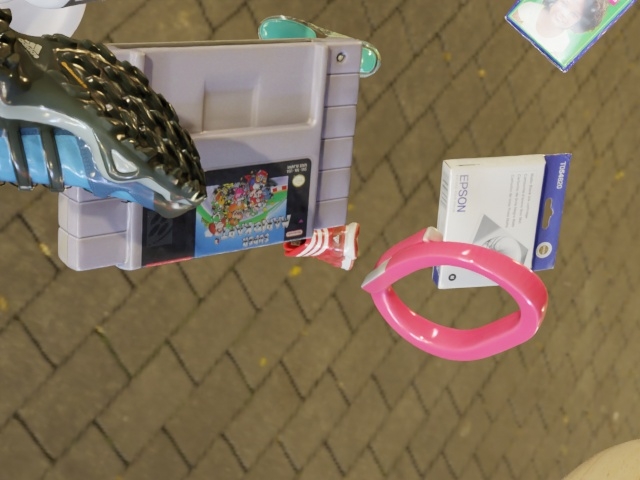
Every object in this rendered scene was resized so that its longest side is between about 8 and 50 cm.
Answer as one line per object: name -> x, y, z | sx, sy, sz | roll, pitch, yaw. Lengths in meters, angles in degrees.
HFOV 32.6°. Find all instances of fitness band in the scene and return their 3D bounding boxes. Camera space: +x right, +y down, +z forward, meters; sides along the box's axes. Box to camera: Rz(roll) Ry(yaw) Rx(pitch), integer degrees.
fitness band -> 0.179, 0.078, 1.494 | 0.209, 0.291, 0.054 | 35, 60, -13

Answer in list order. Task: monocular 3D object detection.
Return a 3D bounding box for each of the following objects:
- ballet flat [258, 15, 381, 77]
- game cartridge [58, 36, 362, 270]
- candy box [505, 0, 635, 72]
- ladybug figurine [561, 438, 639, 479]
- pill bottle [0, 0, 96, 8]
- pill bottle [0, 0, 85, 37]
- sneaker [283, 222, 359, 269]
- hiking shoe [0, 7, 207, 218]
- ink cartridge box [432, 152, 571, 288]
ballet flat -> 0.000, -0.286, 1.632 | 0.070, 0.188, 0.070 | 21, 90, -84
game cartridge -> -0.107, -0.097, 1.167 | 0.355, 0.068, 0.230 | -11, 110, -38
candy box -> 0.412, -0.407, 1.448 | 0.317, 0.122, 0.268 | -49, -179, 36
ladybug figurine -> 0.329, 0.418, 1.155 | 0.162, 0.305, 0.449 | 21, 98, -37
pill bottle -> -0.266, -0.346, 1.216 | 0.278, 0.162, 0.162 | -22, 116, -39
pill bottle -> -0.485, -0.391, 1.481 | 0.188, 0.334, 0.188 | -39, 154, -24
sneaker -> 0.000, 0.000, 1.937 | 0.221, 0.128, 0.087 | 104, -8, -79
hiking shoe -> -0.220, -0.088, 0.825 | 0.304, 0.132, 0.113 | 30, 34, -40
ink cartridge box -> 0.301, -0.031, 1.789 | 0.224, 0.045, 0.223 | -5, 118, -12
